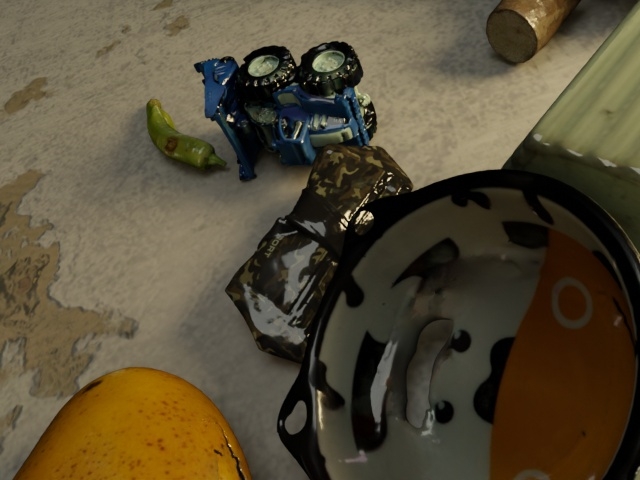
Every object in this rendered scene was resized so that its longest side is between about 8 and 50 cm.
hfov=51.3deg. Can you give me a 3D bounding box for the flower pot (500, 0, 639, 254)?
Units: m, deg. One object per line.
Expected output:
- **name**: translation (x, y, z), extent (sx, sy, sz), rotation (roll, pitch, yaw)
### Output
- **flower pot**: translation (0.265, -0.045, 0.504), extent (0.189, 0.239, 0.209), rotation (-49, 23, -18)

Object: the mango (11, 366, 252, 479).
- **mango**: translation (-0.141, 0.209, 0.497), extent (0.191, 0.160, 0.290), rotation (-25, 39, 9)

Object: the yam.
- **yam**: translation (0.251, -0.274, 0.776), extent (0.084, 0.084, 0.127), rotation (29, 66, 35)

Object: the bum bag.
- **bum bag**: translation (-0.001, -0.001, 0.659), extent (0.102, 0.069, 0.248), rotation (34, 64, -1)

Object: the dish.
- **dish**: translation (0.116, 0.096, 0.473), extent (0.303, 0.120, 0.303), rotation (-27, 51, 39)

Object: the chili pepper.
- **chili pepper**: translation (-0.194, -0.138, 0.860), extent (0.049, 0.043, 0.208), rotation (-47, 51, -2)

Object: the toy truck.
- **toy truck**: translation (-0.048, -0.142, 0.763), extent (0.208, 0.113, 0.126), rotation (4, 56, 24)
